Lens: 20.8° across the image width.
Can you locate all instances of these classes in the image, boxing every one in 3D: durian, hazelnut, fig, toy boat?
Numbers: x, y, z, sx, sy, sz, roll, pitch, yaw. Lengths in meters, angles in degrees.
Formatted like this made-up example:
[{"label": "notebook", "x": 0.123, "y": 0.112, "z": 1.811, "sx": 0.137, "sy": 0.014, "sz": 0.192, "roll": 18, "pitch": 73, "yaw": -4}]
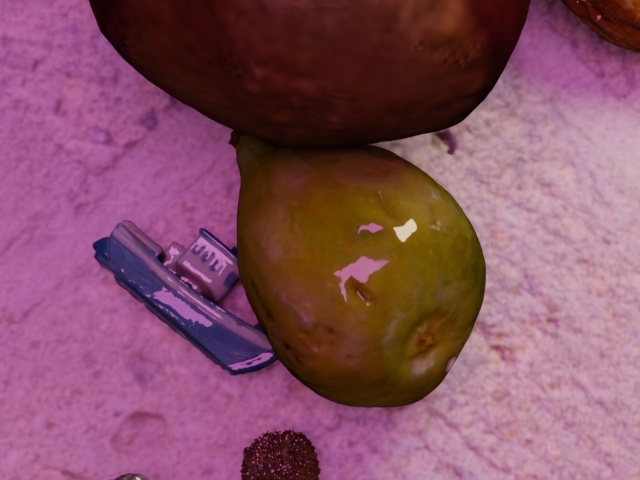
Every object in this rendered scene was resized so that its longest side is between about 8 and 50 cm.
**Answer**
[{"label": "durian", "x": -0.038, "y": 0.223, "z": 1.667, "sx": 0.080, "sy": 0.080, "sz": 0.091, "roll": -14, "pitch": 121, "yaw": 1}, {"label": "hazelnut", "x": -0.008, "y": -0.277, "z": 1.569, "sx": 0.421, "sy": 0.352, "sz": 0.420, "roll": -3, "pitch": 52, "yaw": 4}, {"label": "fig", "x": -0.002, "y": 0.015, "z": 1.628, "sx": 0.314, "sy": 0.233, "sz": 0.233, "roll": 27, "pitch": 83, "yaw": 16}, {"label": "toy boat", "x": -0.115, "y": 0.043, "z": 1.690, "sx": 0.215, "sy": 0.088, "sz": 0.102, "roll": 39, "pitch": 81, "yaw": 10}]

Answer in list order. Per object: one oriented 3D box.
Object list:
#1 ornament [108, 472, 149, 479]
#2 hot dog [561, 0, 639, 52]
[{"label": "ornament", "x": -0.097, "y": 0.313, "z": 1.624, "sx": 0.285, "sy": 0.130, "sz": 0.120, "roll": 23, "pitch": 96, "yaw": 6}, {"label": "hot dog", "x": 0.294, "y": -0.367, "z": 1.691, "sx": 0.267, "sy": 0.174, "sz": 0.387, "roll": -37, "pitch": 80, "yaw": 7}]
